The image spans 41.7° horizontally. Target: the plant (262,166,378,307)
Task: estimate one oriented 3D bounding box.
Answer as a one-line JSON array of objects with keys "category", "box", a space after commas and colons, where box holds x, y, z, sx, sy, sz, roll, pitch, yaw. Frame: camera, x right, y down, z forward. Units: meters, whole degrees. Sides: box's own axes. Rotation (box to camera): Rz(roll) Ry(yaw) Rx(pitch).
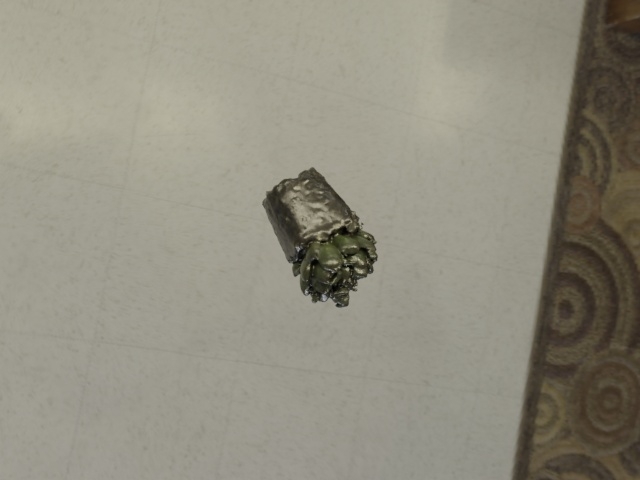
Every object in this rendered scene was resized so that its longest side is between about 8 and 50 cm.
[{"category": "plant", "box": [0.000, 0.000, 0.878, 0.092, 0.094, 0.143, -25, 76, -27]}]
